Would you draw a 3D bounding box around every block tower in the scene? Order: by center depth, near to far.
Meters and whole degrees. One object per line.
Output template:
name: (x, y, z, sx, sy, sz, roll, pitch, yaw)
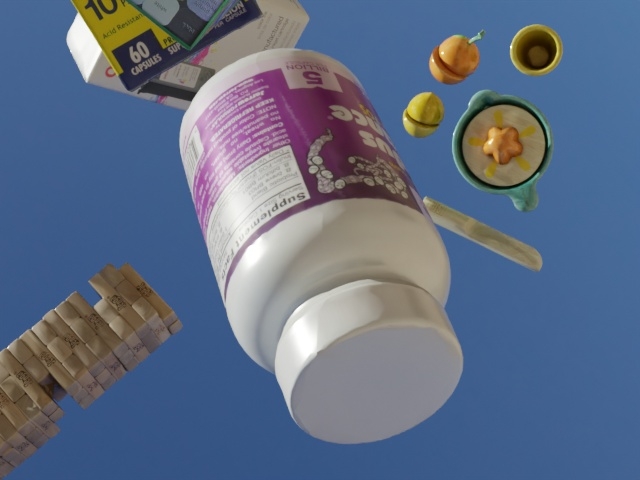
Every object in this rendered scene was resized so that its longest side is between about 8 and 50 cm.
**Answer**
block tower: (-0.322, 0.165, 1.430, 0.335, 0.091, 0.097, -42, -110, -12)

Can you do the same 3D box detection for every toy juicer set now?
toy juicer set: (0.209, -0.130, 1.679, 0.089, 0.209, 0.328, 5, -90, -78)

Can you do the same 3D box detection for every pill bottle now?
pill bottle: (0.000, 0.000, 0.942, 0.169, 0.169, 0.301, 20, -148, -34)

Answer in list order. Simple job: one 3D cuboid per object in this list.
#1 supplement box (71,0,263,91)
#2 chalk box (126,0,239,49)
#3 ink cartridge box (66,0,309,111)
supplement box: (-0.244, -0.394, 1.543, 0.356, 0.194, 0.195, 59, -177, -15)
chalk box: (-0.121, -0.279, 1.158, 0.132, 0.132, 0.213, 38, -155, -8)
ink cartridge box: (-0.206, -0.327, 1.947, 0.306, 0.226, 0.131, 11, -148, -37)
